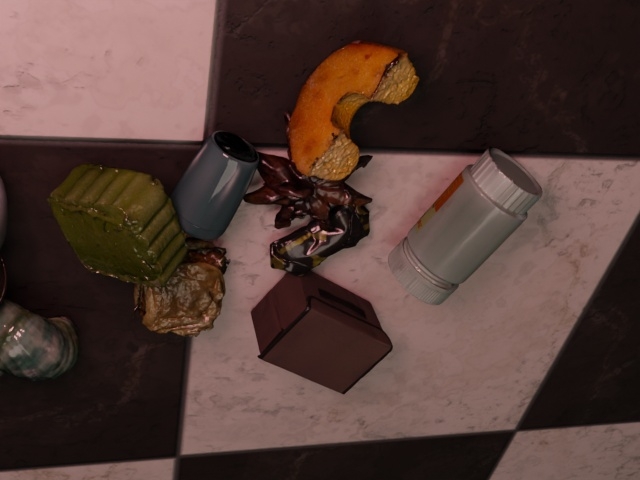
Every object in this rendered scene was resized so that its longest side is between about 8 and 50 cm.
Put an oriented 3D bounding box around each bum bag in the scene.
[{"bbox_3d":[0.000,0.000,1.565,0.232,0.060,0.107,-30,124,9],"label":"bum bag"}]

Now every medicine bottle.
[{"bbox_3d":[0.291,-0.028,1.554,0.158,0.158,0.318,21,124,-30],"label":"medicine bottle"}]

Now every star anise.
[{"bbox_3d":[-0.020,-0.108,1.419,0.272,0.102,0.272,-3,125,-4],"label":"star anise"}]

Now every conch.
[{"bbox_3d":[-0.613,0.202,1.521,0.277,0.195,0.220,-20,170,-31],"label":"conch"}]

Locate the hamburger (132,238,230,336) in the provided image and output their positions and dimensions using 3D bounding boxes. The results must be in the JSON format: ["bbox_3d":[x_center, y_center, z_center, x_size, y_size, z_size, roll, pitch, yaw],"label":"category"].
[{"bbox_3d":[-0.286,0.085,1.538,0.183,0.130,0.206,2,117,-26],"label":"hamburger"}]

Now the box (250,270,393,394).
[{"bbox_3d":[-0.002,0.196,1.684,0.252,0.153,0.188,26,119,-33],"label":"box"}]

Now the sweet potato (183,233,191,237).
[{"bbox_3d":[-0.266,-0.022,1.492,0.095,0.034,0.034,4,132,-33],"label":"sweet potato"}]

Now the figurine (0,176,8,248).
[{"bbox_3d":[-0.632,-0.097,1.188,0.205,0.224,0.382,-24,133,2],"label":"figurine"}]

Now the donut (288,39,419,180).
[{"bbox_3d":[0.042,-0.236,1.306,0.101,0.152,0.259,20,115,-47],"label":"donut"}]

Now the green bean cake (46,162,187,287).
[{"bbox_3d":[-0.354,-0.024,1.353,0.214,0.113,0.200,10,136,25],"label":"green bean cake"}]

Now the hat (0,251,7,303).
[{"bbox_3d":[-0.661,0.061,1.430,0.193,0.082,0.193,0,95,3],"label":"hat"}]

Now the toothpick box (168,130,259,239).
[{"bbox_3d":[-0.190,-0.103,1.379,0.120,0.120,0.184,17,122,-28],"label":"toothpick box"}]
